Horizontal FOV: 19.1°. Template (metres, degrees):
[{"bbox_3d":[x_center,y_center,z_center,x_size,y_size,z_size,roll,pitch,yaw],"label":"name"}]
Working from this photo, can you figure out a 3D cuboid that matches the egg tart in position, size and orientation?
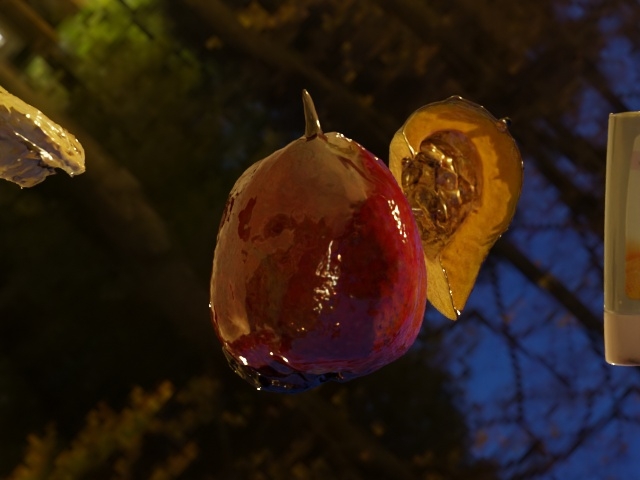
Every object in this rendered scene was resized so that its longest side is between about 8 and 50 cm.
[{"bbox_3d":[-0.421,-0.144,2.291,0.107,0.291,0.291,-58,-167,-7],"label":"egg tart"}]

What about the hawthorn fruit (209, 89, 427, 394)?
[{"bbox_3d":[0.000,0.000,1.565,0.189,0.189,0.251,-110,-158,-78],"label":"hawthorn fruit"}]

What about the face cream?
[{"bbox_3d":[0.353,-0.002,2.018,0.107,0.269,0.073,-2,-173,-2],"label":"face cream"}]

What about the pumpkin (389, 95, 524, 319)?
[{"bbox_3d":[0.187,-0.045,2.497,0.163,0.278,0.111,-15,179,-22],"label":"pumpkin"}]
